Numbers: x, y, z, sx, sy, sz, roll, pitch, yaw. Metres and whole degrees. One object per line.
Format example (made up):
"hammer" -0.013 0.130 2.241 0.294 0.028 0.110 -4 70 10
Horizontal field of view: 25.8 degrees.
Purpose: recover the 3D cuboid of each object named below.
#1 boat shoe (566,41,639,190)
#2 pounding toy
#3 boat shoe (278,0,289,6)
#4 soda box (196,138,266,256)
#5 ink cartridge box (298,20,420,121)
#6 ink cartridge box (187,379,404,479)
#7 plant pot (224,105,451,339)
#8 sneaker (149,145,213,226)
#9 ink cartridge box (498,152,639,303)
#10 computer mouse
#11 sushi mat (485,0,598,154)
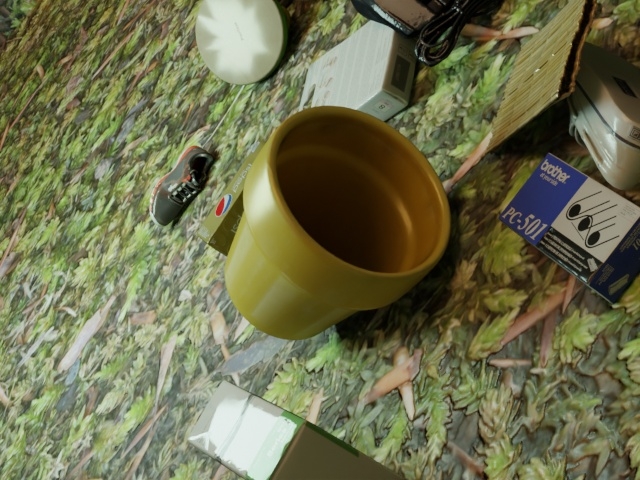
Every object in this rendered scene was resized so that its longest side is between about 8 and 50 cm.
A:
"boat shoe" 0.315 -0.142 1.546 0.267 0.096 0.088 -106 36 -58
"pounding toy" -0.116 -0.394 2.449 0.183 0.110 0.237 7 104 29
"boat shoe" -0.071 -0.501 2.503 0.307 0.104 0.111 -39 33 31
"soda box" -0.113 -0.062 2.166 0.181 0.061 0.058 -56 28 1
"ink cartridge box" 0.055 -0.236 2.097 0.232 0.066 0.189 -36 34 48
"ink cartridge box" -0.033 0.253 1.612 0.092 0.160 0.219 -60 29 -8
"plant pot" 0.000 0.000 1.760 0.239 0.254 0.254 -51 24 47
"sneaker" -0.238 -0.094 2.404 0.065 0.061 0.158 15 75 54
"ink cartridge box" 0.280 -0.017 1.513 0.097 0.046 0.207 -53 28 5
"computer mouse" 0.130 -0.365 1.996 0.188 0.072 0.272 -49 42 -7
"sushi mat" 0.256 -0.197 1.615 0.316 0.019 0.151 133 156 -80
